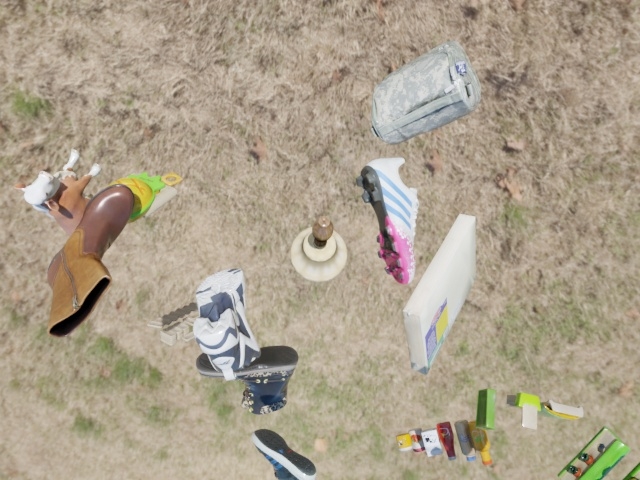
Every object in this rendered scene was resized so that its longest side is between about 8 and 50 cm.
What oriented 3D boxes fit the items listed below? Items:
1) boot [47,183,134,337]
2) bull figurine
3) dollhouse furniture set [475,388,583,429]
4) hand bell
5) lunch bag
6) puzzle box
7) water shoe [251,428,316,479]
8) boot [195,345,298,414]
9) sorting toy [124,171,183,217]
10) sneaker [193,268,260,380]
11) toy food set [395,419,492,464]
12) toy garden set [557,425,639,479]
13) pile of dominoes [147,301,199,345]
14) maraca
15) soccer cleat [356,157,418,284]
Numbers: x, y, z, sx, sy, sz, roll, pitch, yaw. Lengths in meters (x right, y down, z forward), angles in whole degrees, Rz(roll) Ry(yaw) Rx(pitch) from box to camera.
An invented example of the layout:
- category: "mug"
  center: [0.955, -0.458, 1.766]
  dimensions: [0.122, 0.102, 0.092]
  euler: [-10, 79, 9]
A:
- category: "boot"
  center: [-0.452, 0.021, 0.920]
  dimensions: [0.264, 0.280, 0.096]
  euler: [-47, 123, -7]
- category: "bull figurine"
  center: [-0.624, -0.105, 1.171]
  dimensions: [0.101, 0.189, 0.310]
  euler: [21, 151, 10]
- category: "dollhouse furniture set"
  center: [0.322, 0.275, 0.716]
  dimensions: [0.151, 0.059, 0.076]
  euler: [14, 156, -5]
- category: "hand bell"
  center: [0.000, 0.000, 0.900]
  dimensions: [0.126, 0.126, 0.242]
  euler: [2, 166, -1]
- category: "lunch bag"
  center: [0.310, -0.420, 1.368]
  dimensions: [0.305, 0.256, 0.213]
  euler: [-19, 117, 33]
- category: "puzzle box"
  center: [0.359, 0.150, 1.346]
  dimensions: [0.052, 0.409, 0.272]
  euler: [15, 139, 32]
- category: "water shoe"
  center: [-0.101, 0.537, 1.119]
  dimensions: [0.072, 0.203, 0.080]
  euler: [6, 102, -51]
- category: "boot"
  center: [-0.282, 0.541, 1.782]
  dimensions: [0.377, 0.138, 0.284]
  euler: [-2, 125, -15]
- category: "sorting toy"
  center: [-0.627, -0.170, 1.599]
  dimensions: [0.195, 0.348, 0.047]
  euler: [22, 132, 15]
- category: "sneaker"
  center: [-0.173, 0.166, 0.885]
  dimensions: [0.093, 0.235, 0.153]
  euler: [-14, 117, -5]
- category: "toy food set"
  center: [0.325, 0.546, 1.225]
  dimensions: [0.232, 0.105, 0.111]
  euler: [-16, 164, 10]
- category: "toy garden set"
  center: [0.392, 0.404, 0.614]
  dimensions: [0.049, 0.244, 0.204]
  euler: [31, 102, -21]
- category: "pile of dominoes"
  center: [-0.483, 0.308, 1.716]
  dimensions: [0.195, 0.251, 0.040]
  euler: [16, 112, 28]
- category: "maraca"
  center: [-0.462, -0.109, 1.130]
  dimensions: [0.127, 0.186, 0.099]
  euler: [17, 136, 10]
- category: "soccer cleat"
  center: [0.206, -0.054, 1.183]
  dimensions: [0.143, 0.116, 0.332]
  euler: [-22, 101, -20]
